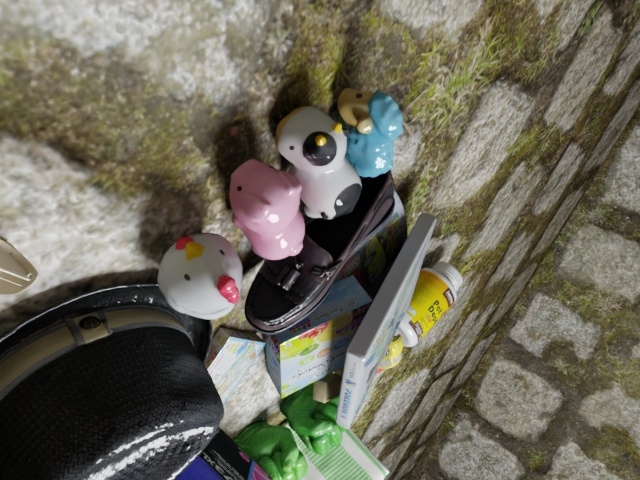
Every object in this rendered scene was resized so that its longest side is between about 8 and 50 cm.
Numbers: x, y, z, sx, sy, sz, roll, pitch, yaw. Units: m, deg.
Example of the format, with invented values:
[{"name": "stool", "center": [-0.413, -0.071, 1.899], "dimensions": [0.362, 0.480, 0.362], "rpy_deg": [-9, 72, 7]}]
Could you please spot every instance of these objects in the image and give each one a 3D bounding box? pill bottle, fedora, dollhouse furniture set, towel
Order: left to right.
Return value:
[{"name": "fedora", "center": [-0.232, 0.208, 0.561], "dimensions": [0.334, 0.152, 0.334], "rpy_deg": [-34, 144, -29]}, {"name": "towel", "center": [-0.034, 0.503, 1.039], "dimensions": [0.325, 0.248, 0.038], "rpy_deg": [-26, 149, -41]}, {"name": "dollhouse furniture set", "center": [0.027, 0.224, 1.029], "dimensions": [0.182, 0.101, 0.161], "rpy_deg": [-1, 96, -53]}, {"name": "pill bottle", "center": [0.249, 0.148, 1.198], "dimensions": [0.215, 0.117, 0.117], "rpy_deg": [-41, 147, -21]}]

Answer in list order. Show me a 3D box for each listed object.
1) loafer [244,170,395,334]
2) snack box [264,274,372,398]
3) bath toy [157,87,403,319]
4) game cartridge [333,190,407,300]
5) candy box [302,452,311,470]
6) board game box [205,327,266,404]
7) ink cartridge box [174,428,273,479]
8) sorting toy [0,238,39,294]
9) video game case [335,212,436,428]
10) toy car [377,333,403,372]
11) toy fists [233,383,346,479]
[{"name": "loafer", "center": [0.000, 0.000, 0.707], "dimensions": [0.302, 0.109, 0.095], "rpy_deg": [-46, 162, -21]}, {"name": "snack box", "center": [-0.007, 0.173, 0.865], "dimensions": [0.174, 0.070, 0.207], "rpy_deg": [-22, 145, -20]}, {"name": "bath toy", "center": [-0.045, -0.046, 0.589], "dimensions": [0.348, 0.129, 0.151], "rpy_deg": [-44, 112, -21]}, {"name": "game cartridge", "center": [0.082, 0.022, 0.911], "dimensions": [0.196, 0.060, 0.294], "rpy_deg": [-48, 149, -18]}, {"name": "candy box", "center": [-0.115, 0.597, 1.072], "dimensions": [0.316, 0.087, 0.183], "rpy_deg": [-46, 161, -48]}, {"name": "board game box", "center": [-0.164, 0.214, 0.783], "dimensions": [0.154, 0.026, 0.103], "rpy_deg": [-55, 150, 1]}, {"name": "ink cartridge box", "center": [-0.126, 0.381, 0.720], "dimensions": [0.069, 0.176, 0.371], "rpy_deg": [-46, 174, -12]}, {"name": "sorting toy", "center": [-0.299, 0.029, 0.405], "dimensions": [0.075, 0.045, 0.083], "rpy_deg": [-44, 149, -3]}, {"name": "video game case", "center": [0.122, 0.155, 0.926], "dimensions": [0.329, 0.036, 0.300], "rpy_deg": [-55, 160, -35]}, {"name": "toy car", "center": [0.103, 0.327, 1.173], "dimensions": [0.225, 0.053, 0.239], "rpy_deg": [-39, 168, -18]}, {"name": "toy fists", "center": [-0.054, 0.401, 1.007], "dimensions": [0.279, 0.142, 0.096], "rpy_deg": [-33, 143, -32]}]
